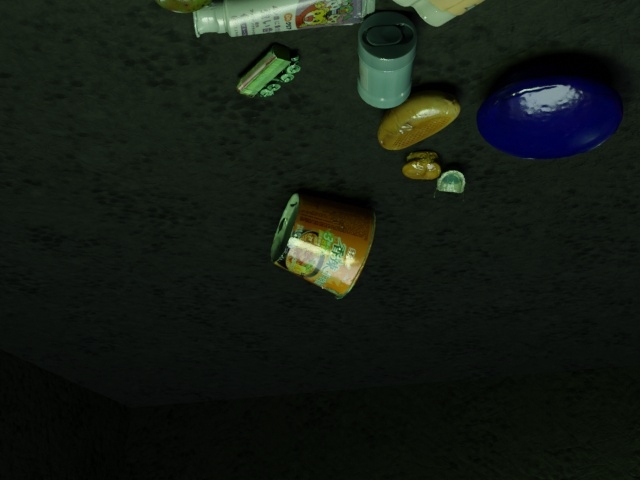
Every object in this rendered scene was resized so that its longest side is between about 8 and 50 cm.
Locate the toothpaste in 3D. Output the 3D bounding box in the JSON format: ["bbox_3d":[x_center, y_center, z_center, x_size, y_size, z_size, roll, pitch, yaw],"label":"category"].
[{"bbox_3d":[-0.058,-0.379,1.597,0.300,0.073,0.114,-6,156,-1],"label":"toothpaste"}]

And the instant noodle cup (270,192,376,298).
[{"bbox_3d":[0.000,0.000,2.248,0.182,0.230,0.230,20,151,-15],"label":"instant noodle cup"}]

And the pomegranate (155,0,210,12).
[{"bbox_3d":[-0.211,-0.417,1.479,0.115,0.114,0.142,-1,127,8],"label":"pomegranate"}]

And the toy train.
[{"bbox_3d":[-0.092,-0.306,1.783,0.071,0.038,0.148,17,151,-30],"label":"toy train"}]

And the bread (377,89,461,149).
[{"bbox_3d":[0.184,-0.237,1.866,0.114,0.077,0.189,-2,164,-44],"label":"bread"}]

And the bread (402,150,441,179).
[{"bbox_3d":[0.217,-0.158,2.070,0.083,0.046,0.081,14,155,-27],"label":"bread"}]

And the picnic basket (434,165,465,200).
[{"bbox_3d":[0.280,-0.121,2.103,0.065,0.083,0.083,7,153,3],"label":"picnic basket"}]

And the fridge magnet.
[{"bbox_3d":[0.421,-0.235,1.803,0.266,0.112,0.265,1,155,1],"label":"fridge magnet"}]

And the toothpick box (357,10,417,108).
[{"bbox_3d":[0.112,-0.310,1.681,0.101,0.101,0.153,2,156,1],"label":"toothpick box"}]

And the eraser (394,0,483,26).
[{"bbox_3d":[0.238,-0.430,1.430,0.171,0.087,0.291,24,147,-34],"label":"eraser"}]
